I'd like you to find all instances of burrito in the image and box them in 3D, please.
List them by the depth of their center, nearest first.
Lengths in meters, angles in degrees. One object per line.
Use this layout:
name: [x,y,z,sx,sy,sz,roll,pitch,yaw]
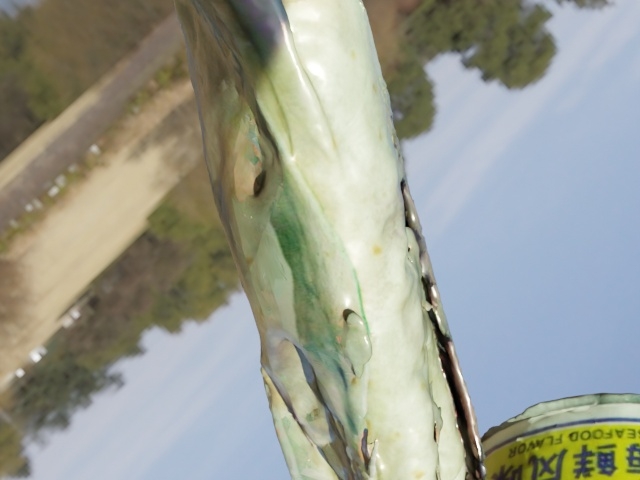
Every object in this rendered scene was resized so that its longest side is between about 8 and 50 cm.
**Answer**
burrito: [0.000,-0.001,0.504,0.066,0.309,0.096,-24,-158,-26]

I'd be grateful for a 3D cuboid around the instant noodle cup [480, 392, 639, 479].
instant noodle cup: [0.139,0.249,0.623,0.284,0.284,0.312,-38,-151,39]
